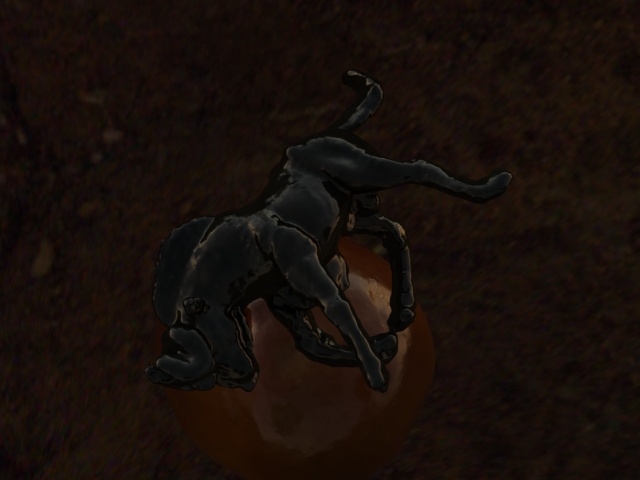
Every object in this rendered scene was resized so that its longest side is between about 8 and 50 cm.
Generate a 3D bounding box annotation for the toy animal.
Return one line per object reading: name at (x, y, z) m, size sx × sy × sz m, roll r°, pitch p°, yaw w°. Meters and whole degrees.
toy animal at (0.000, 0.000, 0.827) m, size 0.148 × 0.084 × 0.233 m, roll 33°, pitch 68°, yaw -1°

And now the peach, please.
peach at (-0.034, 0.135, 1.755) m, size 0.342 × 0.302 × 0.343 m, roll -12°, pitch 57°, yaw 19°
